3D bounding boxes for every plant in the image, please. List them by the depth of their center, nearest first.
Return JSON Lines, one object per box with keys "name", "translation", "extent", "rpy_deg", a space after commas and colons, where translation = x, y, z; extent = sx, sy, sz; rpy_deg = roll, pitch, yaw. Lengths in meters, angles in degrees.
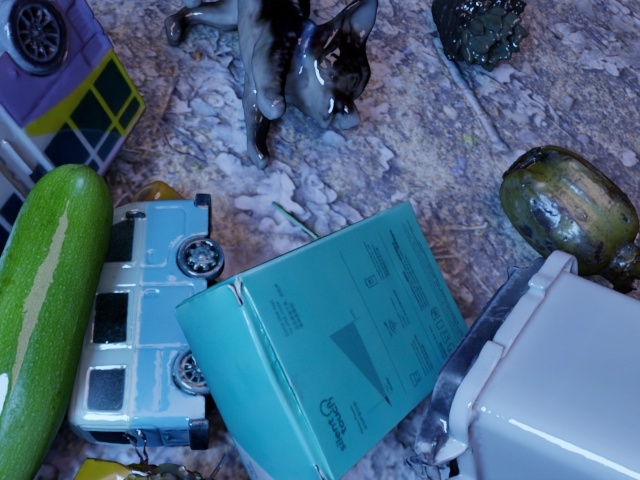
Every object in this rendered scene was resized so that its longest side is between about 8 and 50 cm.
{"name": "plant", "translation": [0.284, -0.388, 1.117], "extent": [0.129, 0.132, 0.195], "rpy_deg": [-11, 58, -17]}

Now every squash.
{"name": "squash", "translation": [-0.273, 0.099, 0.582], "extent": [0.101, 0.101, 0.379], "rpy_deg": [15, 73, -6]}

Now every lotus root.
{"name": "lotus root", "translation": [0.384, -0.023, 0.917], "extent": [0.154, 0.154, 0.278], "rpy_deg": [-34, 70, -29]}

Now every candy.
{"name": "candy", "translation": [0.000, 0.000, 0.863], "extent": [0.184, 0.049, 0.055], "rpy_deg": [37, 26, 18]}

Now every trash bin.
{"name": "trash bin", "translation": [0.304, 0.211, 0.605], "extent": [0.367, 0.256, 0.296], "rpy_deg": [20, 51, 38]}

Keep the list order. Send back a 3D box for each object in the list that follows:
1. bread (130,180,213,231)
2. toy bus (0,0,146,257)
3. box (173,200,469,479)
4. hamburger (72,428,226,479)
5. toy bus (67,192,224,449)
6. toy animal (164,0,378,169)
{"name": "bread", "translation": [-0.198, -0.030, 0.821], "extent": [0.062, 0.103, 0.049], "rpy_deg": [-24, 46, 20]}
{"name": "toy bus", "translation": [-0.394, -0.069, 0.664], "extent": [0.209, 0.249, 0.440], "rpy_deg": [4, 53, 21]}
{"name": "box", "translation": [0.021, 0.096, 0.671], "extent": [0.311, 0.118, 0.205], "rpy_deg": [-25, 88, -49]}
{"name": "hamburger", "translation": [-0.142, 0.312, 0.548], "extent": [0.243, 0.139, 0.262], "rpy_deg": [21, 73, 2]}
{"name": "toy bus", "translation": [-0.192, 0.087, 0.699], "extent": [0.164, 0.133, 0.272], "rpy_deg": [1, 62, -10]}
{"name": "toy animal", "translation": [-0.035, -0.312, 0.946], "extent": [0.302, 0.194, 0.344], "rpy_deg": [-29, 76, -22]}
